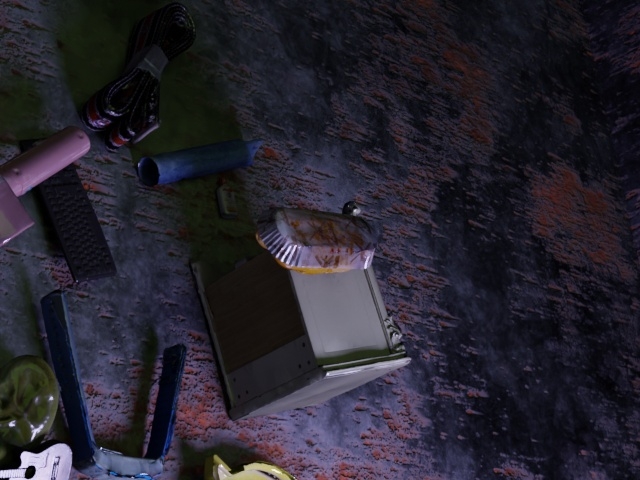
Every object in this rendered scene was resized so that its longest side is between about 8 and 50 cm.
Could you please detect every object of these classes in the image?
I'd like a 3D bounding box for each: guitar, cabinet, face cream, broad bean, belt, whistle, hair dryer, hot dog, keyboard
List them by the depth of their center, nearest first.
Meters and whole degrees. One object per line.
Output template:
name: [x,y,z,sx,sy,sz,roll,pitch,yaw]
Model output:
guitar: [-0.472,0.347,1.760,0.233,0.025,0.088,8,95,-49]
broad bean: [-0.489,0.271,1.801,0.153,0.072,0.207,48,55,-14]
hair dryer: [-0.511,-0.127,1.937,0.210,0.125,0.352,55,39,-7]
hot dog: [0.000,0.000,2.026,0.252,0.069,0.131,4,54,-41]
keyboard: [-0.418,-0.007,2.027,0.103,0.041,0.381,-11,79,-47]
cabinet: [-0.043,0.129,2.162,0.227,0.290,0.318,-4,70,-43]
belt: [-0.337,-0.322,2.236,0.126,0.094,0.360,38,46,-25]
whistle: [-0.225,-0.156,2.291,0.304,0.062,0.062,-17,83,-49]
face cream: [-0.187,-0.085,2.324,0.040,0.021,0.083,5,67,-46]

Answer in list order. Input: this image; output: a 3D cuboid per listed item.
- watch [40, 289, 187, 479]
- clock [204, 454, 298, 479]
watch: [-0.354,0.251,1.934,0.276,0.068,0.275,28,56,-33]
clock: [-0.108,0.526,2.050,0.293,0.071,0.277,34,44,-30]
